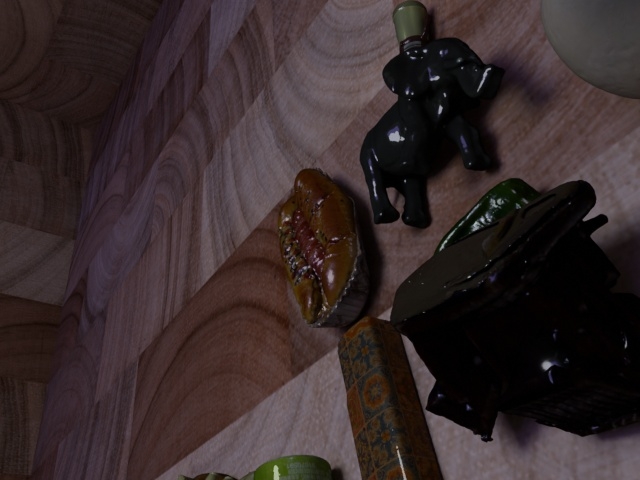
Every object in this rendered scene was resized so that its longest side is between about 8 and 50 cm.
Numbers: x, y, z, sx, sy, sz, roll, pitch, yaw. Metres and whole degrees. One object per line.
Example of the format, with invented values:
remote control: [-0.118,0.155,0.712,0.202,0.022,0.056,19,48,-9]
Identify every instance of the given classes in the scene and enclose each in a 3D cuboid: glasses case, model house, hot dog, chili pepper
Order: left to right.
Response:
hot dog: [0.000,0.000,0.857,0.144,0.075,0.268,-58,29,27]
glasses case: [0.066,0.189,0.661,0.075,0.049,0.218,-50,36,33]
chili pepper: [0.138,0.032,0.614,0.204,0.073,0.072,-56,47,29]
model house: [0.160,0.076,0.507,0.141,0.164,0.203,-45,6,-34]

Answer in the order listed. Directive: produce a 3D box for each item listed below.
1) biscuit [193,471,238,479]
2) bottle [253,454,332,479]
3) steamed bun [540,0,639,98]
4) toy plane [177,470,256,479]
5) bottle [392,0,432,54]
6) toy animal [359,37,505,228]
biscuit: [-0.184,0.480,0.929,0.273,0.049,0.257,-53,34,32]
bottle: [-0.014,0.392,0.636,0.093,0.093,0.330,-47,37,36]
steamed bun: [0.246,-0.208,0.437,0.177,0.131,0.228,50,136,22]
toy plane: [-0.105,0.356,0.765,0.092,0.229,0.244,-28,10,3]
bottle: [0.123,-0.262,0.832,0.063,0.047,0.101,85,-179,-63]
toy animal: [0.110,-0.122,0.696,0.245,0.115,0.146,-40,42,43]
